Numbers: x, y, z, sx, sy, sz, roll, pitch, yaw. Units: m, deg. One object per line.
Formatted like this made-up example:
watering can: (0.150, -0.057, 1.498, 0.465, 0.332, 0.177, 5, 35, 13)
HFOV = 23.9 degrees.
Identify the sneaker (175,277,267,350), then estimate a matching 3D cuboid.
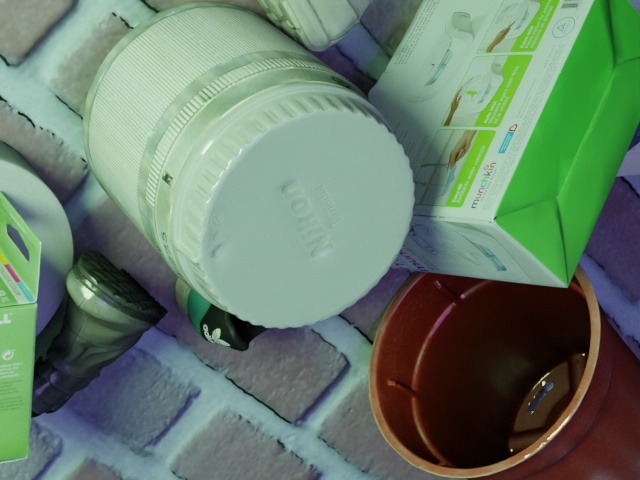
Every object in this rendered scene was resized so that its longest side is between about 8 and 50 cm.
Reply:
sneaker: (0.000, 0.000, 1.497, 0.302, 0.121, 0.108, -42, 127, -6)

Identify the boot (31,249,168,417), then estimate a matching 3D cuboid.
boot: (-0.221, 0.100, 1.374, 0.083, 0.246, 0.161, 43, 86, 6)

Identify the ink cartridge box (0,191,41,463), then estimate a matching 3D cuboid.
ink cartridge box: (-0.288, 0.076, 1.288, 0.062, 0.109, 0.209, -6, 118, -28)

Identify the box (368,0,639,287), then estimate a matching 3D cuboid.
box: (0.158, -0.105, 1.409, 0.127, 0.231, 0.262, 39, 68, -35)

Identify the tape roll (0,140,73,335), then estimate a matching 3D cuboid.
tape roll: (-0.334, 0.012, 1.342, 0.219, 0.072, 0.219, -14, 122, -23)

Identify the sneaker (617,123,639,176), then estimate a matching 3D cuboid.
sneaker: (0.370, -0.158, 1.619, 0.350, 0.131, 0.148, -9, 124, -26)

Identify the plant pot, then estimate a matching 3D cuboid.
plant pot: (0.236, 0.166, 1.654, 0.272, 0.272, 0.265, -51, 137, 3)

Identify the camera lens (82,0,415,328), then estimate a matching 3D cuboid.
camera lens: (-0.069, -0.073, 1.320, 0.219, 0.274, 0.219, -14, 121, -24)

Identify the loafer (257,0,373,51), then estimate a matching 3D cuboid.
loafer: (-0.040, -0.308, 1.322, 0.111, 0.112, 0.319, -41, 136, -11)
